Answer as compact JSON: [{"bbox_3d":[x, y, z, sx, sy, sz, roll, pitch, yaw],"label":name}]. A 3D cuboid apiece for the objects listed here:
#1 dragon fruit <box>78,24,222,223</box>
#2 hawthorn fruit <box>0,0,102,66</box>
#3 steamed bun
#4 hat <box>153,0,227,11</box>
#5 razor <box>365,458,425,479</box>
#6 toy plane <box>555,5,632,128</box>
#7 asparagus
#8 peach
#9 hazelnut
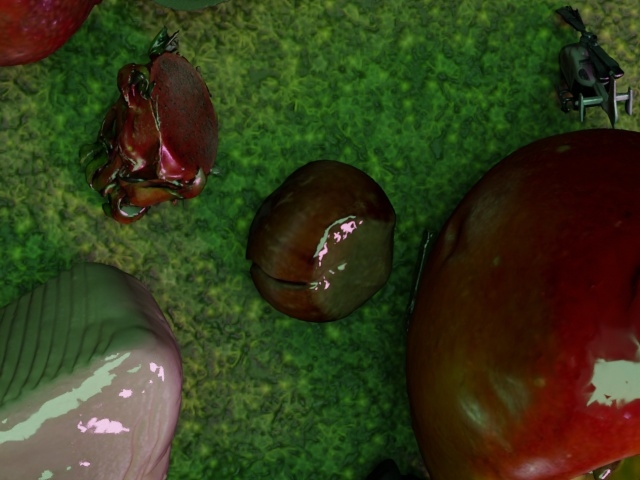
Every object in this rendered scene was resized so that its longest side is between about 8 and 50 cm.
[{"bbox_3d":[-0.158,-0.093,1.139,0.175,0.142,0.138,-41,134,13],"label":"dragon fruit"},{"bbox_3d":[-0.319,-0.278,1.036,0.300,0.254,0.254,13,89,-21],"label":"hawthorn fruit"},{"bbox_3d":[-0.281,0.205,1.067,0.384,0.247,0.236,-27,115,-8],"label":"steamed bun"},{"bbox_3d":[-0.057,-0.307,1.150,0.110,0.252,0.252,28,85,-52],"label":"hat"},{"bbox_3d":[0.104,0.319,1.088,0.189,0.327,0.107,37,103,-7],"label":"razor"},{"bbox_3d":[0.262,-0.158,1.196,0.053,0.197,0.078,-7,121,2],"label":"toy plane"},{"bbox_3d":[0.098,0.045,1.237,0.014,0.015,0.114,11,92,-44],"label":"asparagus"},{"bbox_3d":[0.252,0.090,1.079,0.335,0.310,0.405,23,61,-7],"label":"peach"},{"bbox_3d":[0.000,0.000,1.165,0.143,0.143,0.154,20,103,-10],"label":"hazelnut"}]
